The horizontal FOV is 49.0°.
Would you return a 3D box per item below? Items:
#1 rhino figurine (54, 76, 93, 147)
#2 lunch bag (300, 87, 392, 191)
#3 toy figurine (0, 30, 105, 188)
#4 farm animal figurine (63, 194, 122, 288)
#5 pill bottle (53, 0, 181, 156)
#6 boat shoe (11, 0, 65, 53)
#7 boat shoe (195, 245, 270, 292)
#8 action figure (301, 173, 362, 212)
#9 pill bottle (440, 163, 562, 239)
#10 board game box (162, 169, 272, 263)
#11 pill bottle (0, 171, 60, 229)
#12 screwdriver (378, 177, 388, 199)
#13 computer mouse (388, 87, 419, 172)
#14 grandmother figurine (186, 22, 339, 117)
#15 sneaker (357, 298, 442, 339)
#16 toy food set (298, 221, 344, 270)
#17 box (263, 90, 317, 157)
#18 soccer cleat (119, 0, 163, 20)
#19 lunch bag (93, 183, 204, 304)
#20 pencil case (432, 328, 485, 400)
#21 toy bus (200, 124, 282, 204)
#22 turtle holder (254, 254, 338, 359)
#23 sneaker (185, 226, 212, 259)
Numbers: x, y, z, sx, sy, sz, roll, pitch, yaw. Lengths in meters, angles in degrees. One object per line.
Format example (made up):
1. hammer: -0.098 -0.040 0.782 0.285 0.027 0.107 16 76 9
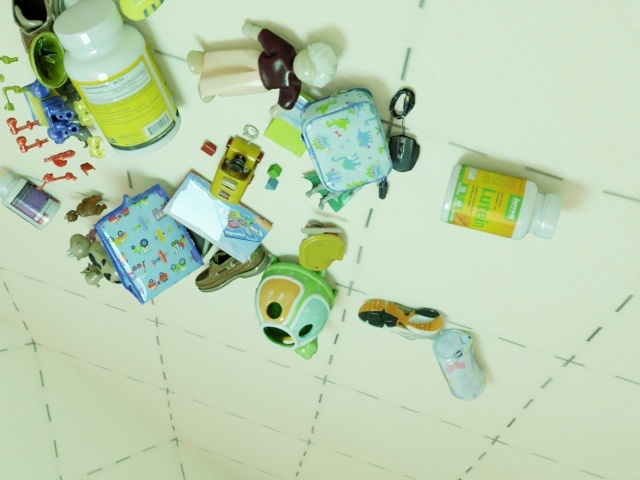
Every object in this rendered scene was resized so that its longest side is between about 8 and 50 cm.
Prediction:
1. rhino figurine: -0.653 -0.337 1.852 0.106 0.073 0.243 9 141 7
2. lunch bag: 0.055 -0.220 1.554 0.176 0.090 0.219 -19 130 6
3. toy figurine: -0.684 -0.330 1.684 0.217 0.191 0.363 34 145 41
4. farm animal figurine: -0.692 0.044 2.200 0.326 0.172 0.330 28 139 31
5. pill bottle: -0.463 -0.370 1.607 0.187 0.188 0.334 6 142 22
6. boat shoe: -0.641 -0.515 1.571 0.123 0.116 0.324 26 145 -5
7. boat shoe: -0.295 0.071 2.189 0.307 0.111 0.104 -23 122 34
8. action figure: 0.061 -0.149 1.734 0.137 0.063 0.232 40 138 -19
9. pill bottle: 0.403 -0.079 1.569 0.245 0.136 0.136 14 145 11
10. board game box: -0.291 -0.064 1.996 0.281 0.027 0.145 35 108 -17
11. pill bottle: -0.949 -0.131 2.259 0.193 0.108 0.108 40 142 -24
12. screwdriver: 0.156 -0.165 1.701 0.024 0.025 0.170 14 136 12
13. computer mouse: 0.183 -0.235 1.565 0.071 0.041 0.242 11 143 16
14. grandmother figurine: -0.115 -0.359 1.504 0.342 0.104 0.208 0 133 30
15. sneaker: 0.242 0.260 2.151 0.262 0.099 0.121 10 148 18
16. toy food set: 0.000 0.000 1.966 0.128 0.071 0.218 -4 146 -5
17. box: -0.049 -0.276 1.633 0.109 0.042 0.178 30 143 -13
18. soccer cleat: -0.334 -0.516 1.399 0.093 0.121 0.289 41 141 -26
19. lunch bag: -0.501 -0.003 2.016 0.138 0.221 0.293 29 146 46
20. pencil case: 0.438 0.392 2.204 0.113 0.124 0.273 52 171 47
21. toy bus: -0.218 -0.178 1.804 0.190 0.104 0.202 -3 139 31
22. turtle holder: -0.093 0.219 2.158 0.243 0.227 0.320 20 145 2
23. sneaker: -0.374 -0.036 2.110 0.118 0.083 0.222 25 136 3
